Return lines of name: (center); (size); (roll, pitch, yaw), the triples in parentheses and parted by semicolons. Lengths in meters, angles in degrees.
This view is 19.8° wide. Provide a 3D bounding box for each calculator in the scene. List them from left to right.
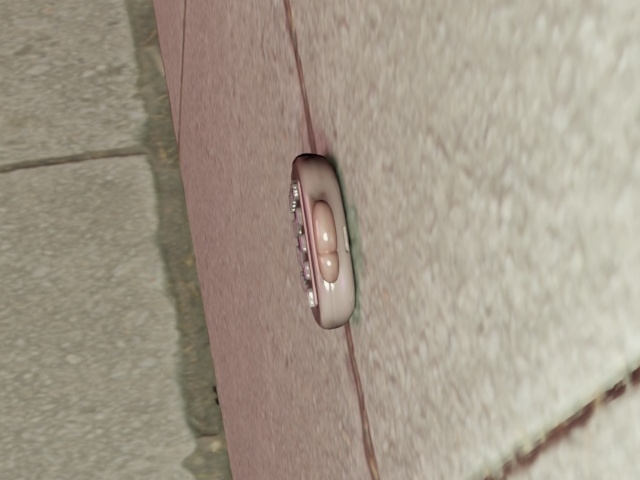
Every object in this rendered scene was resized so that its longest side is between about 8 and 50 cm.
calculator: (0.000, 0.000, 1.068); (0.166, 0.024, 0.103); (-171, 73, -85)
